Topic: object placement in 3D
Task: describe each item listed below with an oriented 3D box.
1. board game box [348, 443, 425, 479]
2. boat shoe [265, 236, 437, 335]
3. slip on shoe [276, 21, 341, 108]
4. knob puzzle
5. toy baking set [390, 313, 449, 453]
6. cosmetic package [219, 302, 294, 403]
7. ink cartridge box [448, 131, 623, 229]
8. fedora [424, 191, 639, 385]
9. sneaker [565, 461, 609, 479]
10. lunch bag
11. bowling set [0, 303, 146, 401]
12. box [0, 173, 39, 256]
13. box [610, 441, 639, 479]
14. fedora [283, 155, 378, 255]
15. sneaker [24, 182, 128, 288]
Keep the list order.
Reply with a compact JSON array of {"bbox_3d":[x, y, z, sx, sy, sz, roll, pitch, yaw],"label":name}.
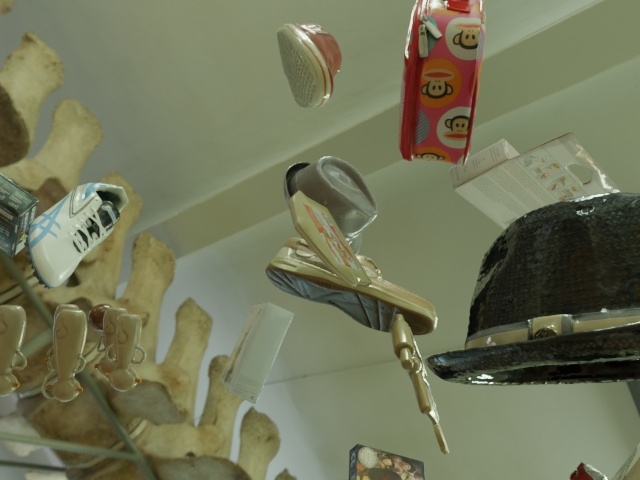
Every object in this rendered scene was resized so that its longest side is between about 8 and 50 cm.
[{"bbox_3d":[0.135,0.553,1.107,0.165,0.243,0.042,20,-47,-14],"label":"board game box"},{"bbox_3d":[0.065,0.076,1.043,0.341,0.110,0.121,20,-33,17],"label":"boat shoe"},{"bbox_3d":[-0.013,-0.308,0.920,0.101,0.331,0.123,-12,-62,-2],"label":"slip on shoe"},{"bbox_3d":[0.000,0.000,0.899,0.030,0.213,0.213,-36,-89,15],"label":"knob puzzle"},{"bbox_3d":[0.149,0.214,0.853,0.030,0.256,0.196,-18,-72,8],"label":"toy baking set"},{"bbox_3d":[-0.215,0.351,1.771,0.098,0.284,0.377,28,-14,-9],"label":"cosmetic package"},{"bbox_3d":[0.476,-0.129,1.211,0.261,0.066,0.296,-28,-40,35],"label":"ink cartridge box"},{"bbox_3d":[0.260,0.053,0.530,0.334,0.334,0.152,-13,-113,32],"label":"fedora"},{"bbox_3d":[0.264,0.281,0.473,0.093,0.088,0.225,6,-47,57],"label":"sneaker"},{"bbox_3d":[0.189,-0.281,0.826,0.120,0.293,0.258,7,-49,10],"label":"lunch bag"},{"bbox_3d":[-0.414,0.196,0.985,0.287,0.200,0.154,3,-93,10],"label":"bowling set"},{"bbox_3d":[-0.619,-0.082,0.973,0.220,0.051,0.175,37,-39,-10],"label":"box"},{"bbox_3d":[0.683,0.590,1.223,0.094,0.113,0.275,37,-89,25],"label":"box"},{"bbox_3d":[0.044,-0.098,1.323,0.275,0.243,0.124,46,-54,-12],"label":"fedora"},{"bbox_3d":[-0.341,-0.020,0.780,0.086,0.237,0.085,-14,-60,7],"label":"sneaker"}]
